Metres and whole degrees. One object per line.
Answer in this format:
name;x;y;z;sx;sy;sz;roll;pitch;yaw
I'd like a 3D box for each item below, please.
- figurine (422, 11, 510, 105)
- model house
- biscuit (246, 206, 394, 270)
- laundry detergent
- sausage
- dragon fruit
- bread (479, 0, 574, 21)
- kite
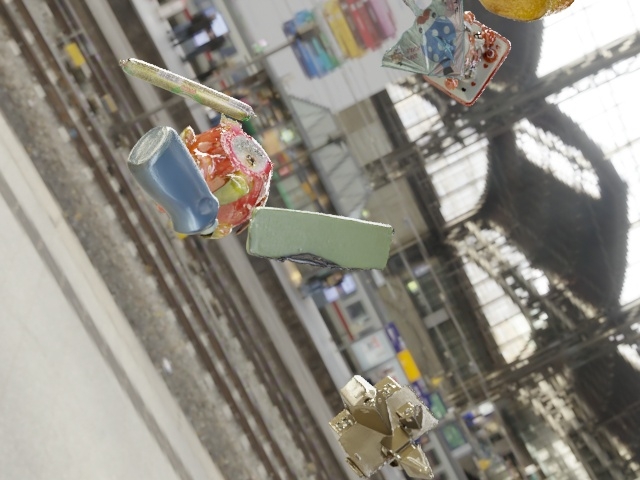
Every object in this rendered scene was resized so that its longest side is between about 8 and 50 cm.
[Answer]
figurine;0.304;-0.443;2.100;0.160;0.183;0.226;38;11;23
model house;0.141;0.378;1.759;0.248;0.181;0.176;32;-25;57
biscuit;0.000;0.000;1.669;0.038;0.322;0.099;14;-84;54
laundry detergent;-0.216;-0.077;1.415;0.206;0.061;0.097;59;45;-44
sausage;-0.236;-0.269;1.623;0.269;0.033;0.033;23;-5;5
dragon fruit;-0.208;-0.111;1.772;0.224;0.227;0.224;35;27;-21
bread;0.483;-0.622;2.160;0.269;0.142;0.195;28;-40;46
kite;0.223;-0.464;1.943;0.011;0.335;0.314;-4;-47;53
